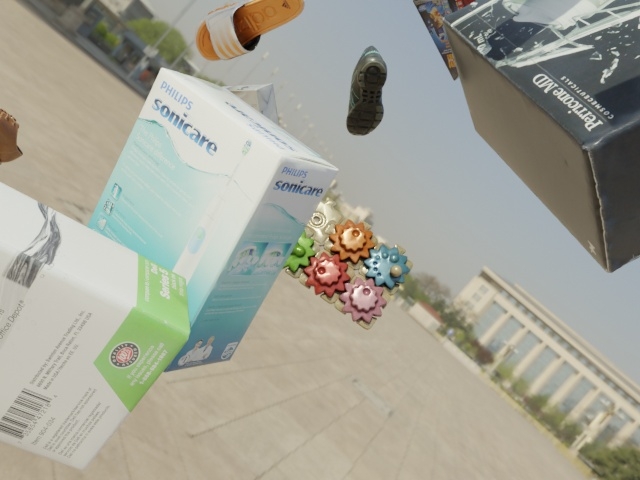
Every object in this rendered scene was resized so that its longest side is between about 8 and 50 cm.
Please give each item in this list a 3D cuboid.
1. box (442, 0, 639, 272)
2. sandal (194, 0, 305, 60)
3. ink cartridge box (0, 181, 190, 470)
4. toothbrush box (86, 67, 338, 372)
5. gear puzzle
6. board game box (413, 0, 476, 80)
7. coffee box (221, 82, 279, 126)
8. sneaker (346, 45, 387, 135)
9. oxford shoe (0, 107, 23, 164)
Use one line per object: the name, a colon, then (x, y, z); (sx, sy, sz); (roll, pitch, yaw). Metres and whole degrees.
box: (0.538, -0.281, 1.138); (0.297, 0.471, 0.480); (57, 5, -42)
sandal: (-0.156, -0.440, 1.402); (0.102, 0.265, 0.076); (50, 32, -37)
ink cartridge box: (-0.292, 0.073, 0.643); (0.273, 0.198, 0.115); (32, 17, -26)
toothbrush box: (-0.152, -0.024, 0.838); (0.216, 0.296, 0.126); (37, 18, 27)
gear puzzle: (0.000, 0.000, 1.246); (0.339, 0.175, 0.044); (35, -21, 8)
board game box: (0.314, -0.449, 1.457); (0.194, 0.060, 0.194); (4, -56, 48)
coffee box: (-0.246, -0.341, 1.826); (0.246, 0.141, 0.098); (4, 24, 24)
sneaker: (0.129, -0.406, 1.867); (0.101, 0.267, 0.106); (3, 48, -10)
oxford shoe: (-0.659, -0.248, 1.381); (0.076, 0.076, 0.212); (58, -23, 34)
